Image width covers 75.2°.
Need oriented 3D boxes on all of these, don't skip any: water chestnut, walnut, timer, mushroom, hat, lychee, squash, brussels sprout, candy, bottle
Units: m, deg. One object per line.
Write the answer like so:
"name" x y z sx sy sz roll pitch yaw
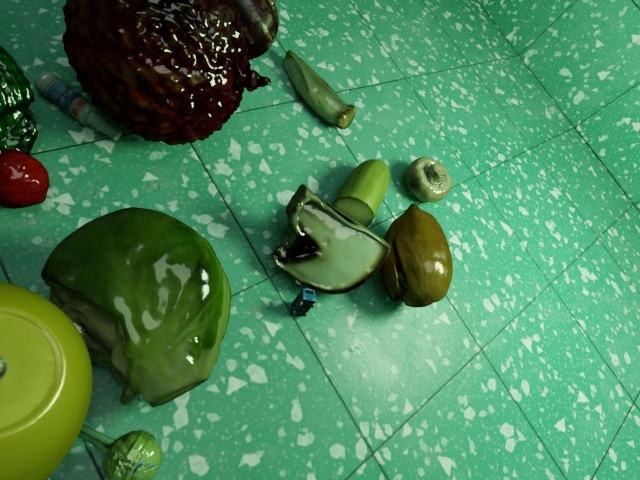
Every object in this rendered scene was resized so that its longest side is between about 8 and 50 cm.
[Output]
"water chestnut" -0.243 -0.684 1.303 0.239 0.223 0.223 -12 67 7
"walnut" 0.273 0.035 1.205 0.209 0.209 0.336 17 60 -20
"timer" -0.538 0.234 0.595 0.376 0.387 0.375 40 35 -36
"mushroom" 0.376 -0.211 1.427 0.166 0.127 0.166 16 59 -29
"hat" -0.682 -0.214 0.844 0.274 0.242 0.332 -37 110 -14
"lychee" -0.352 -0.434 0.993 0.500 0.424 0.424 25 54 11
"squash" 0.137 -0.163 1.279 0.133 0.132 0.247 34 52 -9
"mushroom" -0.017 -0.503 1.397 0.333 0.087 0.107 45 50 4
"brussels sprout" -0.323 0.115 0.801 0.315 0.276 0.371 -30 83 -32
"mushroom" 0.000 0.009 1.127 0.292 0.212 0.217 32 99 -24
"candy" -0.445 0.339 0.756 0.336 0.092 0.093 32 91 -1
"bottle" -0.588 -0.323 1.020 0.217 0.060 0.060 38 54 -7

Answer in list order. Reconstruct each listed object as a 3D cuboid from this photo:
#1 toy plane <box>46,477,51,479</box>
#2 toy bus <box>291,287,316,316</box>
"toy plane" -0.482 0.427 0.710 0.120 0.031 0.049 45 45 3
"toy bus" -0.044 0.157 1.045 0.038 0.083 0.045 13 49 -21
